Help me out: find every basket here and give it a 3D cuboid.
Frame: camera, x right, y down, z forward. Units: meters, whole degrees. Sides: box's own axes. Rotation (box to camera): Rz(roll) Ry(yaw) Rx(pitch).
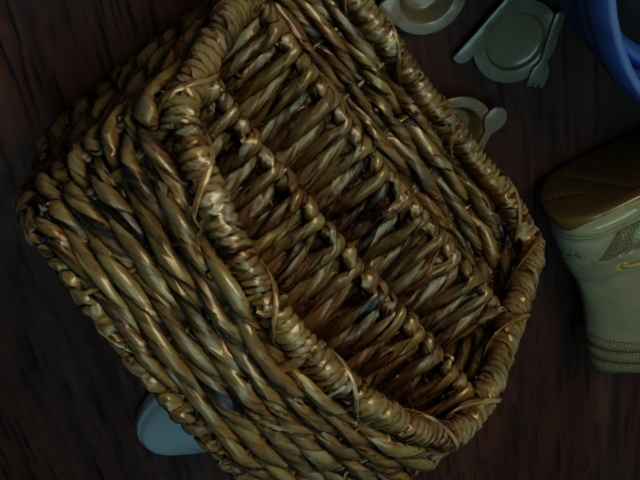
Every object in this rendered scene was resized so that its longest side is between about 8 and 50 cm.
[{"bbox_3d":[0.000,0.000,0.645,0.223,0.213,0.299,-34,113,11],"label":"basket"}]

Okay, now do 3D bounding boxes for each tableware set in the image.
[{"bbox_3d":[0.081,-0.120,0.740,0.168,0.020,0.141,17,118,-26],"label":"tableware set"}]

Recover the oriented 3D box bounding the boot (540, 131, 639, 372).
[{"bbox_3d":[0.317,-0.004,0.845,0.262,0.095,0.203,-22,128,2],"label":"boot"}]

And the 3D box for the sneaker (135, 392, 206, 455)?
[{"bbox_3d":[-0.047,0.139,0.835,0.212,0.094,0.080,-17,130,9],"label":"sneaker"}]

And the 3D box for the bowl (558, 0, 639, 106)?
[{"bbox_3d":[0.292,-0.246,0.615,0.391,0.077,0.391,-21,134,-23],"label":"bowl"}]
